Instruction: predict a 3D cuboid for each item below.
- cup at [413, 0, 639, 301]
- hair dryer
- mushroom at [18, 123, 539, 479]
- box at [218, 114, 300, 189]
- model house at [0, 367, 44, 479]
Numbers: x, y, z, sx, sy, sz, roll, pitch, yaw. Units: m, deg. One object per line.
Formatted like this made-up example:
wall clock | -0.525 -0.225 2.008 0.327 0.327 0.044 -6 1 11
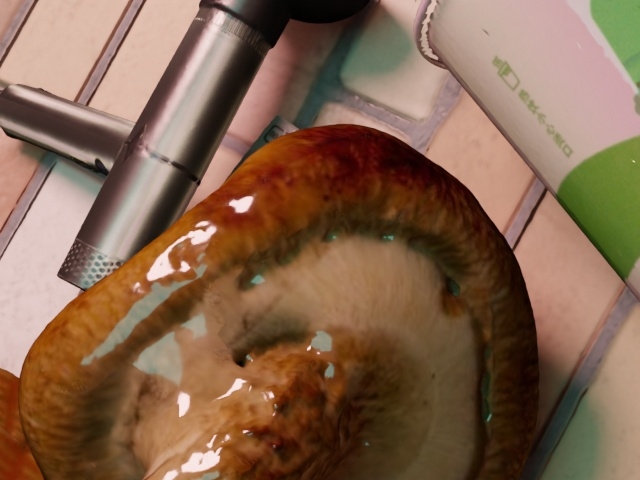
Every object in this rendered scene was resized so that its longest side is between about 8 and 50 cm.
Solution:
cup | 0.229 -0.091 1.199 0.253 0.253 0.274 -34 70 13
hair dryer | -0.153 -0.140 1.435 0.284 0.156 0.320 35 89 33
mushroom | -0.007 0.109 1.192 0.345 0.345 0.259 -56 22 1
box | 0.000 0.000 1.389 0.177 0.036 0.115 38 92 30
model house | -0.263 0.213 1.387 0.229 0.219 0.199 -6 31 19
